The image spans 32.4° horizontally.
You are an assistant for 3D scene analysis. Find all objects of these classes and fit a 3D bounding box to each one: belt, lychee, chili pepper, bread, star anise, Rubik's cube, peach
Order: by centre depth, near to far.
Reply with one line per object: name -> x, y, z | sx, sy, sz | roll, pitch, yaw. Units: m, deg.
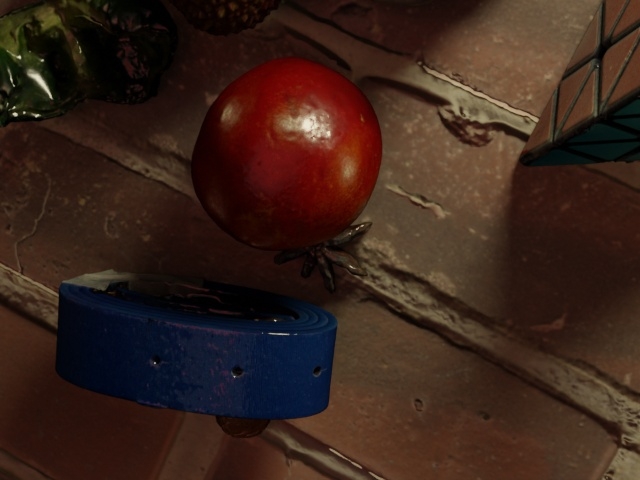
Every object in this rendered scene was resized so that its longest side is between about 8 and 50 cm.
Rubik's cube -> 0.354, -0.171, 1.171 | 0.233, 0.228, 0.229 | -32, 44, -15
lychee -> -0.101, -0.342, 1.260 | 0.188, 0.188, 0.188 | 3, 100, 16
peach -> -0.047, -0.095, 1.261 | 0.243, 0.243, 0.199 | -19, 123, 19
belt -> -0.152, 0.121, 1.343 | 0.346, 0.212, 0.117 | 8, 103, 12
star anise -> 0.000, -0.001, 1.364 | 0.141, 0.042, 0.141 | 3, 100, 15
chili pepper -> -0.290, -0.240, 1.384 | 0.264, 0.116, 0.148 | -16, 83, 18
bread -> -0.098, 0.211, 1.425 | 0.085, 0.053, 0.085 | -1, 106, -3

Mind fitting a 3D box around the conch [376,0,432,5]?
conch -> 0.120, -0.353, 1.212 | 0.274, 0.183, 0.149 | 24, 65, 0
